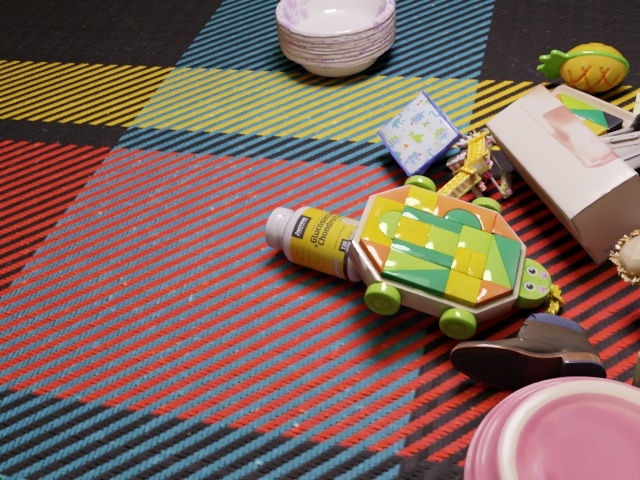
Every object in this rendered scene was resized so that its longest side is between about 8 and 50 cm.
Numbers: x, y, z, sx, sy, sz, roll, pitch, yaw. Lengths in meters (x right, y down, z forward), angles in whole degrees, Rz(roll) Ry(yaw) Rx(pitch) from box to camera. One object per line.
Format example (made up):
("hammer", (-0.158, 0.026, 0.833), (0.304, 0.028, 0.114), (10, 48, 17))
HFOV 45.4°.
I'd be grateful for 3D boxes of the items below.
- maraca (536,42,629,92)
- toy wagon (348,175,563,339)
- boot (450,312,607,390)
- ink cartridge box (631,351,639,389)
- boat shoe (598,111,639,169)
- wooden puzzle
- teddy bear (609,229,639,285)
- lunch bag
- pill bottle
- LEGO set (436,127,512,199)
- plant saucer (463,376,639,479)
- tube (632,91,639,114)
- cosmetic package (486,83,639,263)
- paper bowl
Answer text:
("maraca", (0.558, -0.368, 1.626), (0.185, 0.127, 0.099), (8, 70, 12))
("toy wagon", (0.225, 0.029, 1.216), (0.344, 0.068, 0.267), (18, 51, 6))
("boot", (0.299, 0.160, 1.128), (0.219, 0.082, 0.106), (8, 33, 3))
("ink cartridge box", (0.556, 0.199, 1.024), (0.154, 0.093, 0.212), (-31, 45, -23))
("boat shoe", (0.621, -0.203, 1.440), (0.267, 0.088, 0.096), (-22, 12, -9))
("wooden puzzle", (0.495, -0.230, 1.539), (0.238, 0.044, 0.221), (-33, 48, -25))
("teddy bear", (0.601, 0.000, 1.132), (0.338, 0.113, 0.245), (-36, 30, -27))
("lunch bag", (0.198, -0.195, 1.477), (0.129, 0.096, 0.151), (-43, 33, 14))
("pill bottle", (0.000, 0.000, 1.321), (0.184, 0.103, 0.103), (16, 48, 25))
("LEGO set", (0.275, -0.092, 1.410), (0.132, 0.107, 0.287), (-16, 32, 49))
("plant saucer", (0.345, 0.298, 0.943), (0.331, 0.084, 0.332), (-4, 46, 4))
("tube", (0.761, -0.271, 1.539), (0.240, 0.062, 0.070), (7, 0, 23))
("cosmetic package", (0.431, -0.122, 1.327), (0.129, 0.153, 0.296), (-36, 44, 11))
("paper bowl", (0.040, -0.498, 1.827), (0.284, 0.148, 0.284), (-5, 42, 4))
